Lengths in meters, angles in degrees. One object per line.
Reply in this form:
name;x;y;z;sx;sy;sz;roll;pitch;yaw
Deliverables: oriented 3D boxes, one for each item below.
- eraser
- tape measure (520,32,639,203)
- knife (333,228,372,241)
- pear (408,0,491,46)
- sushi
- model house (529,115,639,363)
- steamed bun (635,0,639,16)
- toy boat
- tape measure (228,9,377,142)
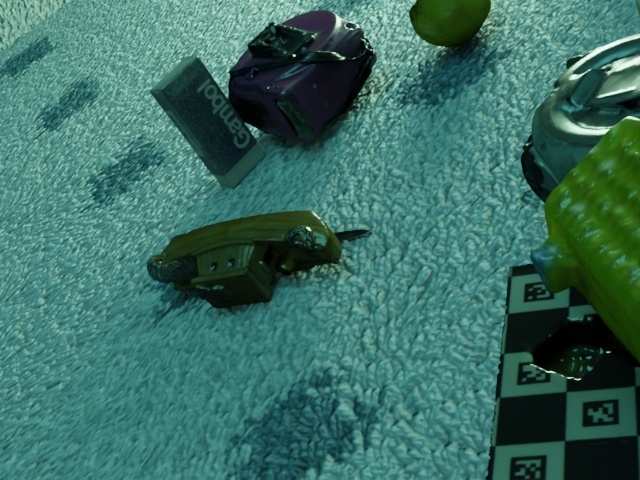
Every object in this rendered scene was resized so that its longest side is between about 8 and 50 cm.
eraser;-0.183;-0.192;1.840;0.092;0.212;0.046;-47;32;-22
tape measure;0.368;-0.134;1.312;0.275;0.147;0.256;1;46;45
knife;0.000;0.000;1.602;0.170;0.010;0.023;-10;45;32
pear;0.217;-0.369;1.810;0.141;0.104;0.141;-35;-4;-3
sushi;0.338;0.134;1.045;0.343;0.064;0.359;-8;34;19
model house;0.355;-0.001;0.995;0.303;0.215;0.237;-26;33;0
steamed bun;0.506;-0.282;1.380;0.241;0.146;0.164;2;45;43
toy boat;-0.110;0.030;1.590;0.321;0.089;0.121;-9;47;35
tape measure;-0.030;-0.281;1.878;0.245;0.149;0.231;11;54;49
